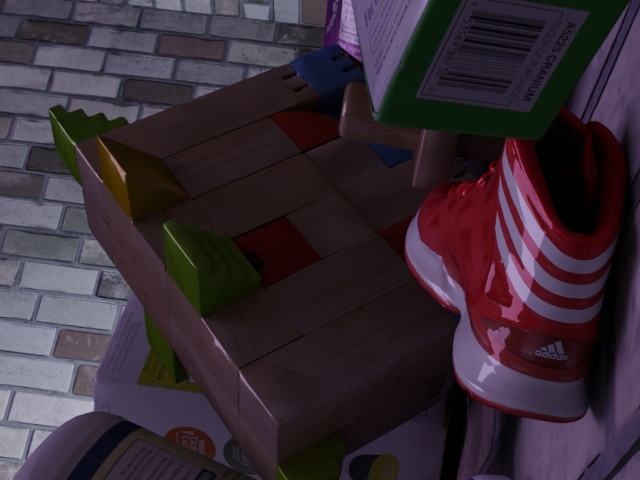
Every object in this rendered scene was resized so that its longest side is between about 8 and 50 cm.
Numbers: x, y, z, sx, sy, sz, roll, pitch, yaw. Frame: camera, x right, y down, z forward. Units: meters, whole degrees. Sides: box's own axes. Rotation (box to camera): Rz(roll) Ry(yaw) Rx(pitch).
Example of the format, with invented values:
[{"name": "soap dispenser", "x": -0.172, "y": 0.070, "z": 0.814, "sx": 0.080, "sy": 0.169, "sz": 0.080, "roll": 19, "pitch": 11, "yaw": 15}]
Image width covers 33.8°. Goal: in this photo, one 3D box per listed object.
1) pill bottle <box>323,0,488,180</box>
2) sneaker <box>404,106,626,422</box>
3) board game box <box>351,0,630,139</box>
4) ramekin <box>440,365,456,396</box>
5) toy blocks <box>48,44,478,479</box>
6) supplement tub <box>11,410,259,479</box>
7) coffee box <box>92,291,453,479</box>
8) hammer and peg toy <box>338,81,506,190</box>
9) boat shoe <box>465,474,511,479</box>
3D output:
[{"name": "pill bottle", "x": 0.088, "y": -0.205, "z": 0.951, "sx": 0.169, "sy": 0.169, "sz": 0.302, "roll": -78, "pitch": -6, "yaw": -68}, {"name": "sneaker", "x": 0.105, "y": -0.016, "z": 0.531, "sx": 0.221, "sy": 0.087, "sz": 0.128, "roll": -107, "pitch": 29, "yaw": -64}, {"name": "board game box", "x": 0.061, "y": -0.232, "z": 0.358, "sx": 0.242, "sy": 0.064, "sz": 0.317, "roll": 115, "pitch": 154, "yaw": -49}, {"name": "ramekin", "x": 0.047, "y": 0.044, "z": 0.947, "sx": 0.207, "sy": 0.207, "sz": 0.109, "roll": -81, "pitch": 5, "yaw": -49}, {"name": "toy blocks", "x": 0.000, "y": 0.000, "z": 0.797, "sx": 0.381, "sy": 0.261, "sz": 0.191, "roll": 50, "pitch": 152, "yaw": 32}, {"name": "supplement tub", "x": -0.075, "y": 0.286, "z": 0.751, "sx": 0.235, "sy": 0.324, "sz": 0.235, "roll": 22, "pitch": -90, "yaw": -83}, {"name": "coffee box", "x": -0.032, "y": 0.183, "z": 1.163, "sx": 0.338, "sy": 0.334, "sz": 0.338, "roll": -77, "pitch": -7, "yaw": -54}, {"name": "hammer and peg toy", "x": 0.105, "y": -0.243, "z": 0.666, "sx": 0.266, "sy": 0.127, "sz": 0.361, "roll": -79, "pitch": -1, "yaw": -60}, {"name": "boat shoe", "x": 0.063, "y": 0.232, "z": 0.535, "sx": 0.258, "sy": 0.084, "sz": 0.095, "roll": -81, "pitch": -3, "yaw": -45}]
